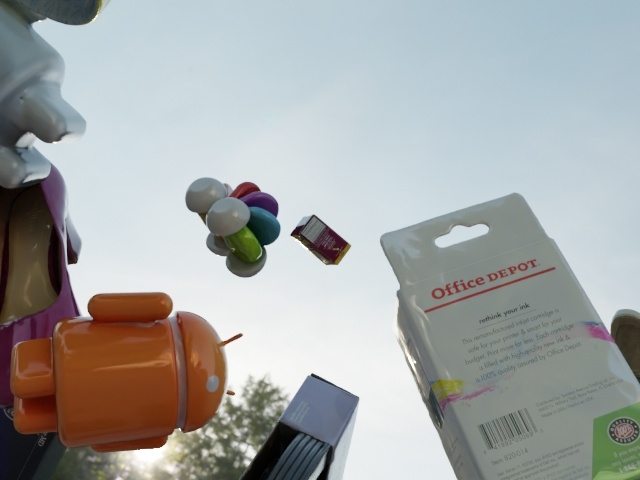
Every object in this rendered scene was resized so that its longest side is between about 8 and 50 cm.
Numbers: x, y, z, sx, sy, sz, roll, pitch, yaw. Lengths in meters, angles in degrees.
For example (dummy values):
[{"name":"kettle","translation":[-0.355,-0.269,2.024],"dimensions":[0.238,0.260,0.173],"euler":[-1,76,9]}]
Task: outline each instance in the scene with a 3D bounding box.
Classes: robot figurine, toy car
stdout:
[{"name":"robot figurine","translation":[-0.187,0.133,0.731],"dimensions":[0.219,0.158,0.128],"euler":[-2,-10,-20]},{"name":"robot figurine","translation":[-0.449,-0.215,0.866],"dimensions":[0.353,0.300,0.200],"euler":[43,1,-8]},{"name":"toy car","translation":[-0.139,-0.038,1.290],"dimensions":[0.182,0.136,0.159],"euler":[40,-22,43]}]

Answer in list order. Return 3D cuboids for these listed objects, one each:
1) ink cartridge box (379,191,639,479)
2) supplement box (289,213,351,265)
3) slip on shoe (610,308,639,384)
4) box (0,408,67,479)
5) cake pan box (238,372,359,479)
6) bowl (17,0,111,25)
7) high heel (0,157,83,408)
[{"name":"ink cartridge box","translation":[0.215,0.135,0.860],"dimensions":[0.207,0.353,0.119],"euler":[-17,-29,-8]},{"name":"supplement box","translation":[0.000,0.000,1.198],"dimensions":[0.083,0.043,0.055],"euler":[40,-13,-13]},{"name":"slip on shoe","translation":[0.379,0.147,0.894],"dimensions":[0.051,0.041,0.135],"euler":[1,-61,32]},{"name":"box","translation":[-0.477,0.288,1.099],"dimensions":[0.184,0.103,0.261],"euler":[31,-74,2]},{"name":"cake pan box","translation":[-0.051,0.300,0.742],"dimensions":[0.070,0.246,0.267],"euler":[21,-50,15]},{"name":"bowl","translation":[-0.256,-0.350,0.638],"dimensions":[0.289,0.156,0.289],"euler":[33,-19,13]},{"name":"high heel","translation":[-0.371,0.025,0.894],"dimensions":[0.127,0.377,0.181],"euler":[-19,-56,-4]}]
